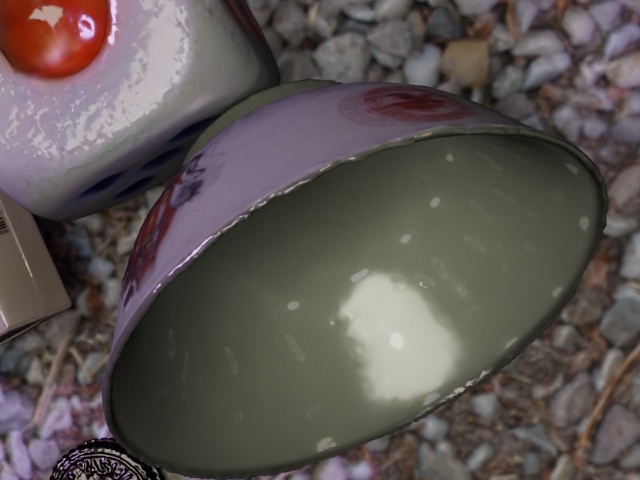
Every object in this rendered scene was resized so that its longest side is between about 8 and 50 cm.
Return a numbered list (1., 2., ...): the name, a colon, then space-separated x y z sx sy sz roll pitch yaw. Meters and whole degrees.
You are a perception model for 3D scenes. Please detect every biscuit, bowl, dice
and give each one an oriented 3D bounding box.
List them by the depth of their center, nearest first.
1. bowl: 0.000 0.000 0.709 0.337 0.337 0.157 -33 57 7
2. dice: -0.152 -0.137 0.746 0.194 0.192 0.193 -32 88 9
3. biscuit: -0.164 0.195 0.840 0.087 0.027 0.089 -32 88 6

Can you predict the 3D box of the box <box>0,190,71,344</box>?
1. box: -0.276 -0.015 0.799 0.141 0.058 0.201 -27 88 44
